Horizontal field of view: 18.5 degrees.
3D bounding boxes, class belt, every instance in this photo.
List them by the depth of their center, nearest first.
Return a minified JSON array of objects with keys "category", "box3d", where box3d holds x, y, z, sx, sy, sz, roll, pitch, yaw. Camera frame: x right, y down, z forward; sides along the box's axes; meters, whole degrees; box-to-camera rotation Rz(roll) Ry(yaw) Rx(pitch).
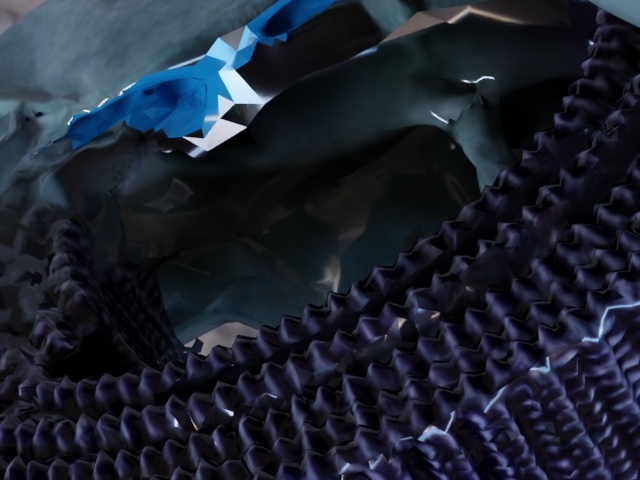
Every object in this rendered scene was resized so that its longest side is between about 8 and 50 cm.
[{"category":"belt","box3d":[0.000,0.000,0.554,0.325,0.260,0.122,-24,131,15]}]

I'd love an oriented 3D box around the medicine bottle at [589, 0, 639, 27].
[{"category":"medicine bottle","box3d":[0.087,-0.084,0.403,0.216,0.090,0.090,21,132,-1]}]
